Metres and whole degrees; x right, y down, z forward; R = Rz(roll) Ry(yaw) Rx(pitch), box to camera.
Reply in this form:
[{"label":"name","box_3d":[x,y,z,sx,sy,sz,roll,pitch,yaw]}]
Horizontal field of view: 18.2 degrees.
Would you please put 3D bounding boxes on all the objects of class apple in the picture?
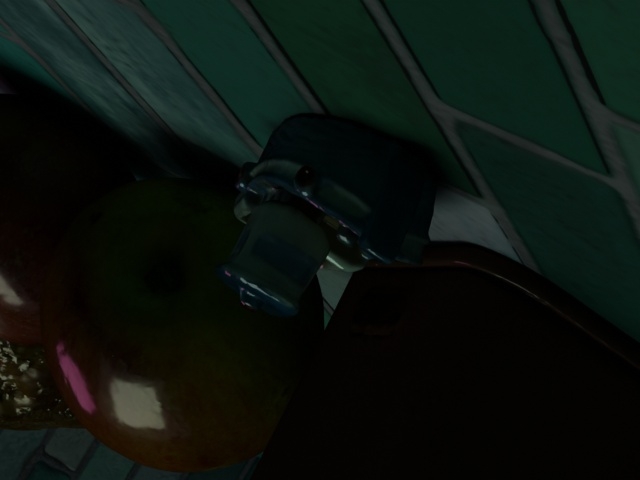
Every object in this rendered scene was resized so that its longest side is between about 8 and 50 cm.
[{"label":"apple","box_3d":[-0.218,-0.022,1.458,0.201,0.162,0.201,31,158,15]},{"label":"apple","box_3d":[-0.090,0.051,1.318,0.196,0.196,0.196,30,170,6]}]

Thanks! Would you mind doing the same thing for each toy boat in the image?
[{"label":"toy boat","box_3d":[0.000,0.000,1.047,0.088,0.102,0.215,31,170,-15]}]

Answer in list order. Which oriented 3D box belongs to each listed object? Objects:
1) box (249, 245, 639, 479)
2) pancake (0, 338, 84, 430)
[{"label":"box","box_3d":[0.134,0.188,1.200,0.339,0.229,0.239,33,168,-16]},{"label":"pancake","box_3d":[-0.261,0.108,1.929,0.386,0.082,0.387,-5,155,-2]}]
